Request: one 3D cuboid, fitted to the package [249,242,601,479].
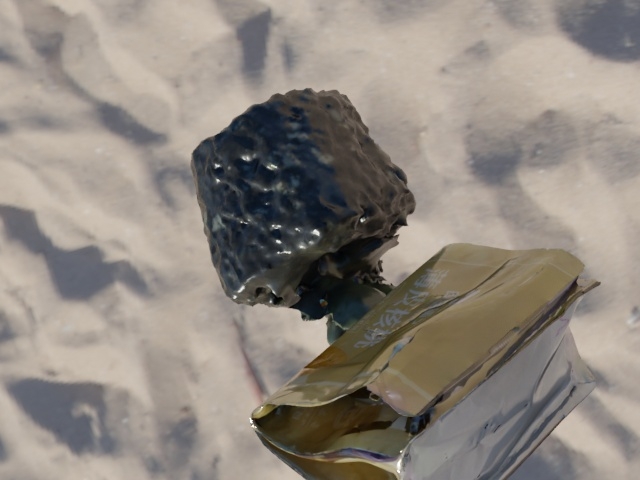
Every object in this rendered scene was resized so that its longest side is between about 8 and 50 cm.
[{"bbox_3d":[0.118,0.109,1.275,0.221,0.311,0.165,37,139,22],"label":"package"}]

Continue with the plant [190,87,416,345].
[{"bbox_3d":[0.000,0.000,1.524,0.213,0.215,0.312,-29,83,32],"label":"plant"}]
